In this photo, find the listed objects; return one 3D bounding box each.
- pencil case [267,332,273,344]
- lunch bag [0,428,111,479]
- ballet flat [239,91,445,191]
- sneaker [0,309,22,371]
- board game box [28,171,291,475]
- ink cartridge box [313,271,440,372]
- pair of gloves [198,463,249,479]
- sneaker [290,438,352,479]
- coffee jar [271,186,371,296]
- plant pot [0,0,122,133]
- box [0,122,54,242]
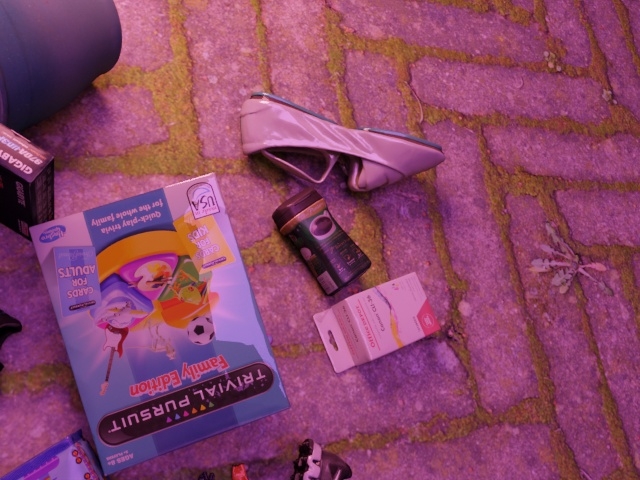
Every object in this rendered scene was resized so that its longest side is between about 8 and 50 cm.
[{"bbox_3d":[-0.179,0.116,0.901,0.236,0.104,0.104,43,59,-1],"label":"pencil case"},{"bbox_3d":[-0.371,0.405,0.693,0.293,0.138,0.221,-30,87,-21],"label":"lunch bag"},{"bbox_3d":[0.037,-0.159,1.105,0.399,0.139,0.139,13,65,-14],"label":"ballet flat"},{"bbox_3d":[-0.469,0.189,0.750,0.090,0.081,0.233,18,62,-9],"label":"sneaker"},{"bbox_3d":[-0.213,0.106,0.807,0.253,0.079,0.336,-18,87,-8],"label":"board game box"},{"bbox_3d":[0.099,0.143,1.031,0.198,0.067,0.116,-18,79,-29],"label":"ink cartridge box"},{"bbox_3d":[-0.141,0.373,0.865,0.083,0.010,0.074,-4,73,-23],"label":"pair of gloves"},{"bbox_3d":[-0.008,0.422,0.865,0.106,0.078,0.235,24,60,-11],"label":"sneaker"},{"bbox_3d":[0.000,0.000,1.037,0.096,0.079,0.184,-35,87,-28],"label":"coffee jar"},{"bbox_3d":[-0.448,-0.301,0.867,0.272,0.271,0.255,48,44,0],"label":"plant pot"},{"bbox_3d":[-0.449,-0.096,0.792,0.175,0.220,0.051,34,60,-10],"label":"box"}]
